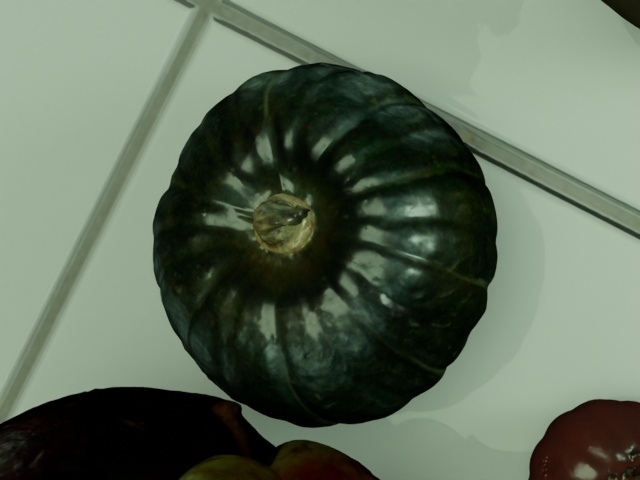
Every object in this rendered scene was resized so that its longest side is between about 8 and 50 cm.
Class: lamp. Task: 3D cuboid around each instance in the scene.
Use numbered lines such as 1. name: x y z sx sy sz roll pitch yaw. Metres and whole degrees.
1. lamp: 0.169 0.143 1.017 0.101 0.090 0.101 -2 95 -19

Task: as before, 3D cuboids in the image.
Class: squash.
1. squash: 0.001 0.002 1.033 0.218 0.172 0.218 -16 68 45

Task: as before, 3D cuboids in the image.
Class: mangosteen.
1. mangosteen: -0.088 0.225 0.968 0.347 0.307 0.306 -23 80 40

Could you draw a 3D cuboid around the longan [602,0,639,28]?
1. longan: 0.217 -0.237 0.934 0.243 0.300 0.300 -34 76 -14
